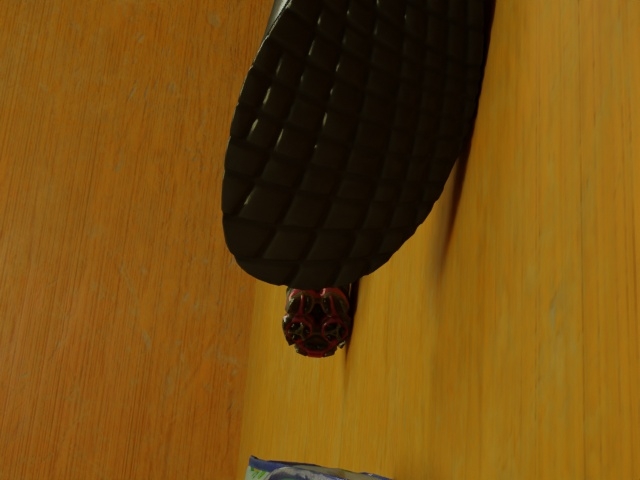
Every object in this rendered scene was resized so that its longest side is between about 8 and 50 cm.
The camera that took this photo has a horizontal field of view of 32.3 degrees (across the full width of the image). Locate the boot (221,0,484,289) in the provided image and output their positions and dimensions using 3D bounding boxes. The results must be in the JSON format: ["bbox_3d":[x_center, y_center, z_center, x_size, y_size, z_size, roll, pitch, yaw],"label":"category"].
[{"bbox_3d":[0.034,-0.151,0.634,0.222,0.118,0.338,-93,22,-74],"label":"boot"}]

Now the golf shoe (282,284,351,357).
[{"bbox_3d":[0.000,0.000,0.900,0.086,0.067,0.186,-90,9,-59],"label":"golf shoe"}]

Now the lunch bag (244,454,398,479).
[{"bbox_3d":[0.005,0.182,0.566,0.151,0.096,0.128,167,113,-69],"label":"lunch bag"}]
